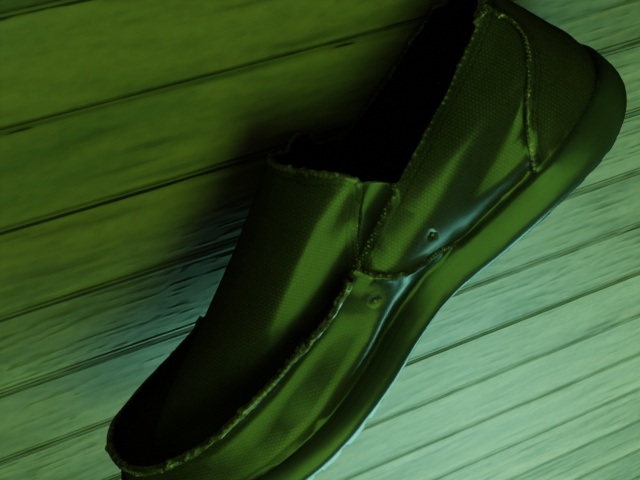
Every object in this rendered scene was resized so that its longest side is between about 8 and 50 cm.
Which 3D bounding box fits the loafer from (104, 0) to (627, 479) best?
[{"bbox_3d":[0.000,0.000,0.633,0.366,0.134,0.130,-48,118,-2],"label":"loafer"}]
